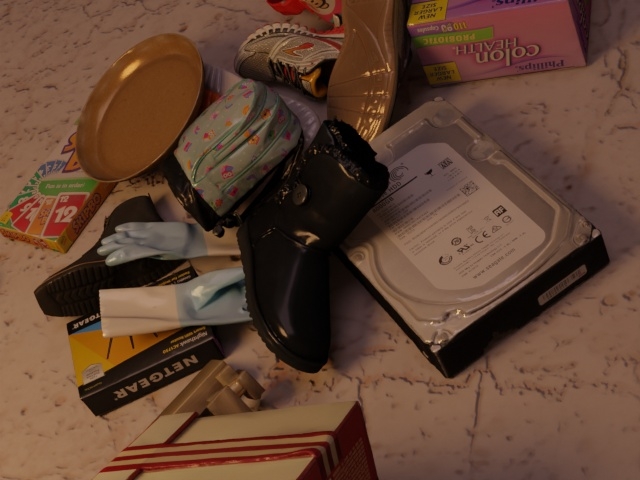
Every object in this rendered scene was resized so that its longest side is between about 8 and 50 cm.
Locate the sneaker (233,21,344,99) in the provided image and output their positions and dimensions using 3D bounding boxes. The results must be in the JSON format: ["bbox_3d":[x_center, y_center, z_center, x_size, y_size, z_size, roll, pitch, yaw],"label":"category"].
[{"bbox_3d":[-0.022,-0.246,1.848,0.225,0.088,0.093,0,52,26],"label":"sneaker"}]

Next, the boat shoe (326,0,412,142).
[{"bbox_3d":[0.075,-0.240,1.745,0.102,0.092,0.285,1,86,33],"label":"boat shoe"}]

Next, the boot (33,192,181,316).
[{"bbox_3d":[-0.289,0.018,1.763,0.198,0.077,0.137,-20,39,-10],"label":"boot"}]

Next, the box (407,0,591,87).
[{"bbox_3d":[0.246,-0.341,1.780,0.213,0.117,0.243,-5,50,22],"label":"box"}]

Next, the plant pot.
[{"bbox_3d":[-0.246,-0.180,1.853,0.236,0.032,0.236,-20,53,30],"label":"plant pot"}]

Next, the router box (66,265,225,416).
[{"bbox_3d":[-0.217,0.122,1.642,0.179,0.046,0.133,-25,44,2],"label":"router box"}]

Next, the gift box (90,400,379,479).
[{"bbox_3d":[-0.087,0.318,1.229,0.258,0.276,0.255,-8,8,21],"label":"gift box"}]

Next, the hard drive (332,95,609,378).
[{"bbox_3d":[0.145,-0.018,1.580,0.237,0.064,0.339,-34,44,-6],"label":"hard drive"}]

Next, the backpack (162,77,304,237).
[{"bbox_3d":[-0.110,-0.113,1.684,0.182,0.115,0.152,-42,37,5],"label":"backpack"}]

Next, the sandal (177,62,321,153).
[{"bbox_3d":[-0.098,-0.161,1.820,0.265,0.076,0.102,25,84,34],"label":"sandal"}]

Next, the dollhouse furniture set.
[{"bbox_3d":[-0.108,0.229,1.508,0.144,0.123,0.151,-47,12,-18],"label":"dollhouse furniture set"}]

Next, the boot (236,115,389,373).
[{"bbox_3d":[0.000,0.000,1.531,0.207,0.094,0.246,-49,40,30],"label":"boot"}]

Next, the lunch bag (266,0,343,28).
[{"bbox_3d":[0.015,-0.431,1.915,0.258,0.120,0.293,-53,32,14],"label":"lunch bag"}]

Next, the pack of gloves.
[{"bbox_3d":[-0.159,0.025,1.640,0.232,0.046,0.195,-6,44,-9],"label":"pack of gloves"}]

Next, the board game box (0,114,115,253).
[{"bbox_3d":[-0.344,-0.099,1.913,0.124,0.039,0.259,13,55,33],"label":"board game box"}]
